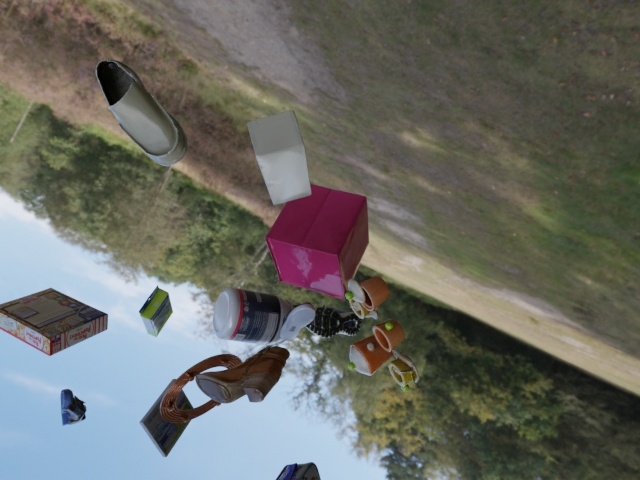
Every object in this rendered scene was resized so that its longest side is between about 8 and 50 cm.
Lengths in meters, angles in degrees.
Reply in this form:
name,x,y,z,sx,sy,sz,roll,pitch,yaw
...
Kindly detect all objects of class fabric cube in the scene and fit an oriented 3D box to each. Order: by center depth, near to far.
name,x,y,z,sx,sy,sz,roll,pitch,yaw
fabric cube,0.000,0.000,1.606,0.259,0.258,0.254,15,146,19

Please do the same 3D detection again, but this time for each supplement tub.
name,x,y,z,sx,sy,sz,roll,pitch,yaw
supplement tub,-0.242,0.286,1.775,0.272,0.191,0.191,15,-177,-30

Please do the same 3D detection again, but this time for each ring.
name,x,y,z,sx,sy,sz,roll,pitch,yaw
ring,-0.425,0.551,1.755,0.032,0.336,0.336,42,-173,34

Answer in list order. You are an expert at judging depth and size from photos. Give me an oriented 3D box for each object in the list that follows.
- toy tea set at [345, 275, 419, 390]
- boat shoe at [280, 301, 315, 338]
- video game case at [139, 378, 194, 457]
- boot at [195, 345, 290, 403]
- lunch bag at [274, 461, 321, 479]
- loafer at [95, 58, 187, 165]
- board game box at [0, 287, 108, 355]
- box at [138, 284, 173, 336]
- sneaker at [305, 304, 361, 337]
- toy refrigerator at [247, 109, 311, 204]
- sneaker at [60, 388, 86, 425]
name,x,y,z,sx,sy,sz,roll,pitch,yaw
toy tea set,0.118,0.236,1.207,0.200,0.124,0.336,20,134,62
boat shoe,-0.079,0.254,1.604,0.080,0.076,0.228,11,142,-15
video game case,-0.577,0.675,1.825,0.023,0.212,0.193,-6,119,26
boot,-0.256,0.430,1.604,0.283,0.109,0.220,-7,-157,26
lunch bag,-0.073,0.745,1.268,0.115,0.243,0.303,-17,-179,19
loafer,-0.380,-0.265,0.984,0.268,0.102,0.092,49,-174,9
board game box,-0.603,0.174,1.066,0.193,0.045,0.147,18,-160,22
box,-0.534,0.233,1.562,0.042,0.109,0.178,24,147,5
sneaker,0.024,0.346,2.054,0.147,0.129,0.330,6,171,45
toy refrigerator,-0.087,-0.181,1.087,0.102,0.094,0.269,-16,163,-2
sneaker,-0.977,0.653,1.894,0.090,0.232,0.081,-5,-131,-31
